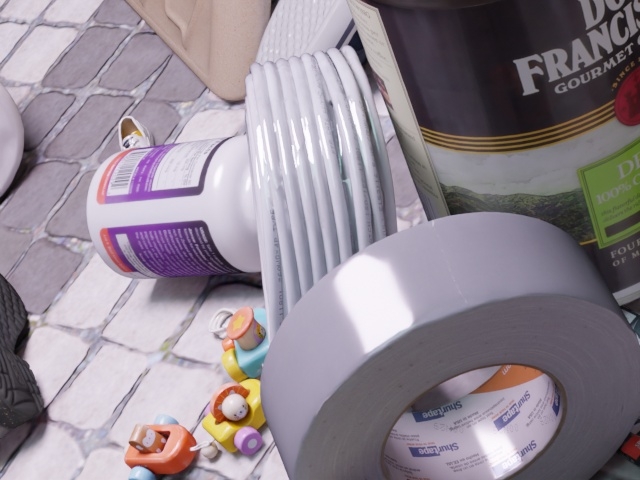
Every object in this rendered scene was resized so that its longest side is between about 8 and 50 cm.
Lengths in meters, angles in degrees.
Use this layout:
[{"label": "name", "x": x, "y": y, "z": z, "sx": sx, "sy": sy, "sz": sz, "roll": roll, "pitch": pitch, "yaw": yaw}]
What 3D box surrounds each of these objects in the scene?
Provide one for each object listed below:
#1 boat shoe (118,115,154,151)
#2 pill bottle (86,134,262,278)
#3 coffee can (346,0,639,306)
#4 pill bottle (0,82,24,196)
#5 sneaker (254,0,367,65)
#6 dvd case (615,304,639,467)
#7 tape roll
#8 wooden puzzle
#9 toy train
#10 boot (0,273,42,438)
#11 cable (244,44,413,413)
[{"label": "boat shoe", "x": -0.163, "y": -0.077, "z": 1.569, "sx": 0.035, "sy": 0.035, "sz": 0.100, "roll": -30, "pitch": 38, "yaw": 12}, {"label": "pill bottle", "x": -0.080, "y": -0.026, "z": 1.387, "sx": 0.193, "sy": 0.108, "sz": 0.108, "roll": -4, "pitch": 50, "yaw": 38}, {"label": "coffee can", "x": 0.135, "y": -0.115, "z": 1.127, "sx": 0.202, "sy": 0.275, "sz": 0.201, "roll": -13, "pitch": 42, "yaw": 12}, {"label": "pill bottle", "x": -0.415, "y": -0.142, "z": 1.737, "sx": 0.169, "sy": 0.169, "sz": 0.301, "roll": -43, "pitch": 37, "yaw": -5}, {"label": "sneaker", "x": 0.065, "y": -0.227, "z": 1.474, "sx": 0.321, "sy": 0.127, "sz": 0.126, "roll": -59, "pitch": 28, "yaw": 16}, {"label": "dvd case", "x": 0.202, "y": 0.094, "z": 1.104, "sx": 0.087, "sy": 0.013, "sz": 0.119, "roll": -47, "pitch": 39, "yaw": -10}, {"label": "tape roll", "x": 0.078, "y": 0.088, "z": 1.038, "sx": 0.219, "sy": 0.219, "sz": 0.072, "roll": -33, "pitch": 47, "yaw": 9}, {"label": "wooden puzzle", "x": -0.117, "y": -0.335, "z": 1.626, "sx": 0.081, "sy": 0.322, "sz": 0.348, "roll": -11, "pitch": 30, "yaw": -26}, {"label": "toy train", "x": -0.085, "y": 0.105, "z": 1.307, "sx": 0.125, "sy": 0.046, "sz": 0.166, "roll": -1, "pitch": 52, "yaw": 39}, {"label": "boot", "x": -0.327, "y": 0.112, "z": 1.482, "sx": 0.161, "sy": 0.083, "sz": 0.246, "roll": -39, "pitch": 35, "yaw": 10}, {"label": "cable", "x": 0.000, "y": 0.000, "z": 1.180, "sx": 0.089, "sy": 0.257, "sz": 0.257, "roll": -7, "pitch": 34, "yaw": -2}]
